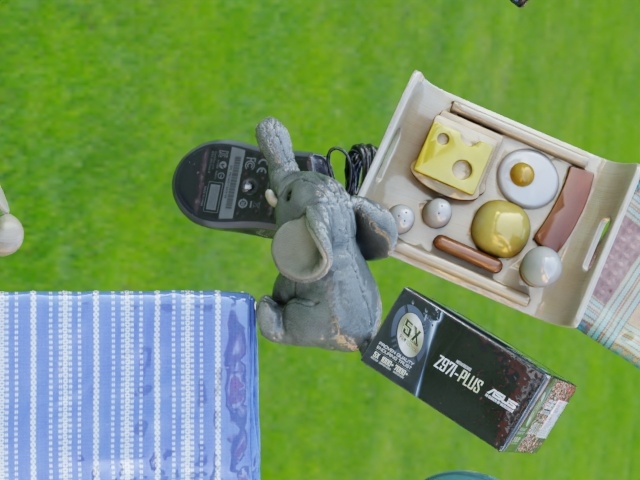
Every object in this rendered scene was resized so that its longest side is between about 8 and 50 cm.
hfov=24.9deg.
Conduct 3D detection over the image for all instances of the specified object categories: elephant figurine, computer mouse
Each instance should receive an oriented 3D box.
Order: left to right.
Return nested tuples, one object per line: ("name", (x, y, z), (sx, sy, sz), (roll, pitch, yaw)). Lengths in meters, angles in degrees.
("computer mouse", (-0.059, -0.051, 1.876), (0.072, 0.272, 0.189), (38, 66, -72))
("elephant figurine", (0.000, 0.000, 1.686), (0.169, 0.185, 0.240), (-77, 173, -65))

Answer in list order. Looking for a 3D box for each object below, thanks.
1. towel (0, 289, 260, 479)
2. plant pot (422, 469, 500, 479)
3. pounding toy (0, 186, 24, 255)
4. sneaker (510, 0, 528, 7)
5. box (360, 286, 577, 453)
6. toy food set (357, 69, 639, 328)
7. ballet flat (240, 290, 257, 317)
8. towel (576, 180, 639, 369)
("towel", (-0.235, 0.180, 1.690), (0.040, 0.335, 0.243), (172, -82, -75))
("plant pot", (0.170, 0.502, 2.065), (0.255, 0.271, 0.272), (-27, 118, -56))
("pounding toy", (-0.438, -0.077, 1.652), (0.183, 0.110, 0.237), (60, -7, 24))
("sneaker", (0.136, -0.257, 1.350), (0.121, 0.216, 0.079), (59, 31, -10))
("box", (0.137, 0.119, 1.290), (0.078, 0.147, 0.180), (-59, 160, 2))
("toy food set", (0.209, -0.051, 1.758), (0.092, 0.306, 0.220), (113, 0, -83))
("ballet flat", (-0.151, 0.103, 2.111), (0.052, 0.168, 0.057), (49, 49, -21))
("towel", (0.526, 0.088, 1.876), (0.271, 0.370, 0.040), (-54, 172, -16))
